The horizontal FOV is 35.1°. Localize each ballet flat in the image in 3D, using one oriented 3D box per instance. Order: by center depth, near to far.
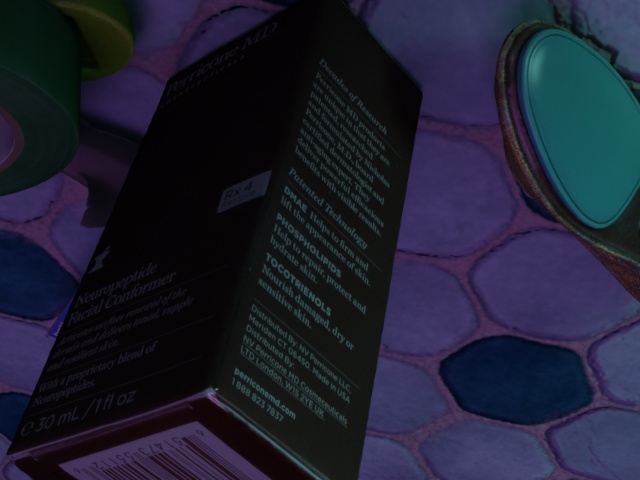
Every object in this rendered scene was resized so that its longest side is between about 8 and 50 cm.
[{"bbox_3d":[0.233,-0.040,0.826,0.348,0.123,0.123,39,133,-25],"label":"ballet flat"}]

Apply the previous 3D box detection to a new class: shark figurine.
[{"bbox_3d":[-0.223,-0.052,0.916,0.278,0.116,0.166,15,138,-6],"label":"shark figurine"}]

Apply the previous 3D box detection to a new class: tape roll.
[{"bbox_3d":[-0.344,-0.115,0.761,0.321,0.077,0.321,-3,161,-1],"label":"tape roll"}]

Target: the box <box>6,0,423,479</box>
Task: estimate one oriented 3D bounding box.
[{"bbox_3d":[-0.055,0.008,0.732,0.191,0.381,0.143,-23,126,33],"label":"box"}]

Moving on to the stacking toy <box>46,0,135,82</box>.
[{"bbox_3d":[-0.308,-0.216,0.789,0.309,0.130,0.279,-14,159,32],"label":"stacking toy"}]

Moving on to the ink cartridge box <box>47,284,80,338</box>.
[{"bbox_3d":[-0.122,0.105,1.109,0.311,0.065,0.186,25,138,-18],"label":"ink cartridge box"}]
